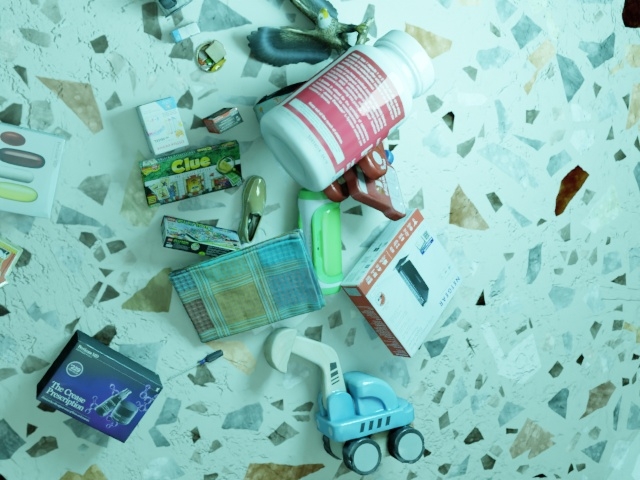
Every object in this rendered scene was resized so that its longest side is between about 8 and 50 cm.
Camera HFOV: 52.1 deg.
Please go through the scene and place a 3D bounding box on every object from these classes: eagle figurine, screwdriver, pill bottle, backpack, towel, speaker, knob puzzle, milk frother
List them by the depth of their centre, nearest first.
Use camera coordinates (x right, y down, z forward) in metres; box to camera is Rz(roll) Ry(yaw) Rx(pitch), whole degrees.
[{"bbox_3d":[-0.817,0.049,1.530,0.213,0.030,0.213,24,51,-33],"label":"knob puzzle"},{"bbox_3d":[0.072,-0.324,1.592,0.407,0.229,0.229,-40,112,-11],"label":"pill bottle"},{"bbox_3d":[-0.415,-0.606,1.601,0.143,0.129,0.135,-21,114,29],"label":"milk frother"},{"bbox_3d":[-0.016,-0.568,1.736,0.298,0.225,0.226,18,49,5],"label":"eagle figurine"},{"bbox_3d":[-0.079,-0.338,1.740,0.188,0.166,0.145,-15,98,-18],"label":"backpack"},{"bbox_3d":[-0.189,0.134,1.767,0.370,0.040,0.272,-18,124,0],"label":"towel"},{"bbox_3d":[-0.352,0.354,1.847,0.169,0.025,0.024,-27,109,-16],"label":"screwdriver"},{"bbox_3d":[0.000,0.000,1.863,0.131,0.131,0.297,-7,103,-21],"label":"speaker"}]

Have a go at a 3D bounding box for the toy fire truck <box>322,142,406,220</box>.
[{"bbox_3d":[0.126,-0.214,1.825,0.169,0.302,0.253,-31,145,31],"label":"toy fire truck"}]

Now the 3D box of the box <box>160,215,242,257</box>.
[{"bbox_3d":[-0.317,-0.004,1.738,0.206,0.114,0.036,13,116,-24],"label":"box"}]

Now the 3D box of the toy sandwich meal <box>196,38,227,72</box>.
[{"bbox_3d":[-0.282,-0.479,1.705,0.085,0.029,0.086,-4,102,-21],"label":"toy sandwich meal"}]

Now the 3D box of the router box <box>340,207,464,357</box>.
[{"bbox_3d":[0.254,0.123,1.956,0.301,0.082,0.335,52,59,-22],"label":"router box"}]

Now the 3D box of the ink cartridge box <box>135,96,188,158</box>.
[{"bbox_3d":[-0.399,-0.283,1.664,0.092,0.090,0.143,-21,107,-17],"label":"ink cartridge box"}]

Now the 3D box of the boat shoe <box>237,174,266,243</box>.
[{"bbox_3d":[-0.180,-0.084,1.802,0.068,0.072,0.190,5,98,-23],"label":"boat shoe"}]

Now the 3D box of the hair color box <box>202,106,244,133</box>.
[{"bbox_3d":[-0.253,-0.310,1.689,0.072,0.141,0.043,-32,111,-14],"label":"hair color box"}]

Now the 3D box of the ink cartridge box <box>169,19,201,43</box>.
[{"bbox_3d":[-0.337,-0.530,1.662,0.083,0.048,0.028,-28,109,-14],"label":"ink cartridge box"}]

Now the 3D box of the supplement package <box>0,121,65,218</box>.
[{"bbox_3d":[-0.718,-0.170,1.526,0.203,0.149,0.194,10,96,-22],"label":"supplement package"}]

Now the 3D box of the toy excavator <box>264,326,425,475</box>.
[{"bbox_3d":[0.064,0.456,1.962,0.432,0.222,0.446,-7,89,-20],"label":"toy excavator"}]

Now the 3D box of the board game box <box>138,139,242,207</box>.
[{"bbox_3d":[-0.334,-0.175,1.715,0.259,0.030,0.136,-17,132,-18],"label":"board game box"}]

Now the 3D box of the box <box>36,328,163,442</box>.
[{"bbox_3d":[-0.578,0.384,1.722,0.261,0.103,0.184,36,83,-24],"label":"box"}]
